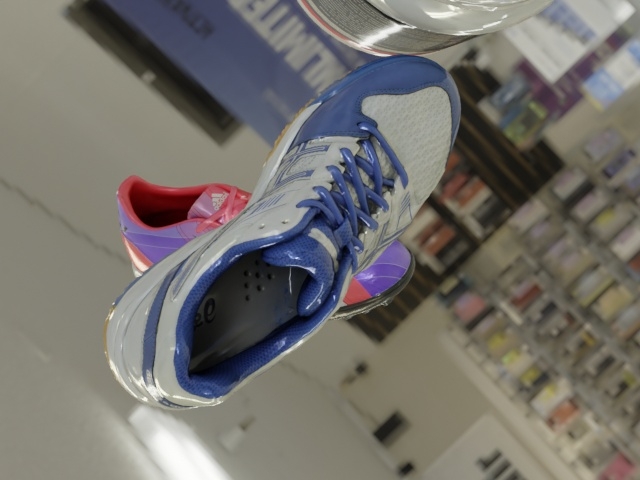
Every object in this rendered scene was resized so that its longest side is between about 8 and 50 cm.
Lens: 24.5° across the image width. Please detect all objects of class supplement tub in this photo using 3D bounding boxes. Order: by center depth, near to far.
[{"bbox_3d":[0.080,-0.230,1.008,0.191,0.191,0.272,45,175,-9],"label":"supplement tub"}]

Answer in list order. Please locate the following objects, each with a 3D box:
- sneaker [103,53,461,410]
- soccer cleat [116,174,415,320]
[{"bbox_3d":[0.000,0.000,0.922,0.112,0.296,0.131,47,166,-19],"label":"sneaker"},{"bbox_3d":[-0.062,0.001,1.422,0.318,0.108,0.116,6,132,31],"label":"soccer cleat"}]
